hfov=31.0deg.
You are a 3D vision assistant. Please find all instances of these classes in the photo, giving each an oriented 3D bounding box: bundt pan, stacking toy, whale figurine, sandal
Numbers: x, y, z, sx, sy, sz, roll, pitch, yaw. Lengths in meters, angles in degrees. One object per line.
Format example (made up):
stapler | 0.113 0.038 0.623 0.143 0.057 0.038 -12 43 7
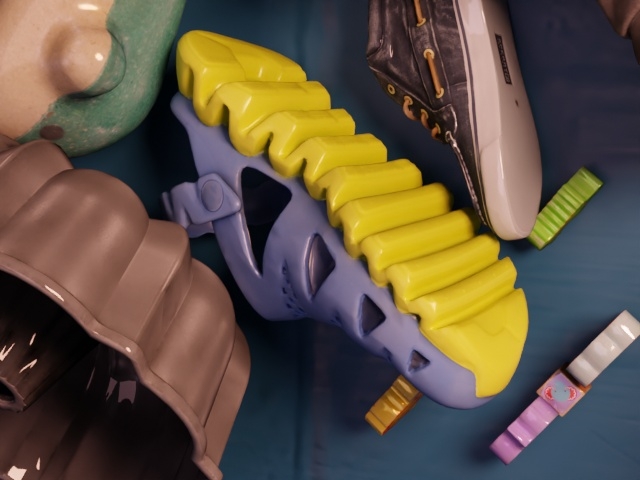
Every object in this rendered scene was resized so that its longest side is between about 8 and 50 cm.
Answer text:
bundt pan | -0.189 0.053 0.780 0.331 0.124 0.331 19 143 15
stacking toy | 0.152 0.091 0.719 0.167 0.052 0.221 43 112 15
whale figurine | -0.138 -0.167 0.769 0.272 0.141 0.216 -41 42 25
sandal | 0.000 0.000 0.735 0.317 0.126 0.138 46 120 34

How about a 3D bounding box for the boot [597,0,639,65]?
boot | 0.155 -0.140 0.604 0.338 0.118 0.223 -17 76 20

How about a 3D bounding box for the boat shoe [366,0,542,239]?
boat shoe | 0.082 -0.084 0.721 0.083 0.065 0.183 -14 78 31
